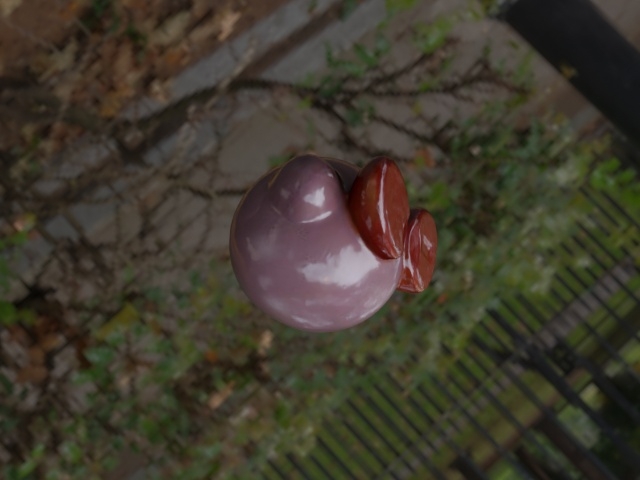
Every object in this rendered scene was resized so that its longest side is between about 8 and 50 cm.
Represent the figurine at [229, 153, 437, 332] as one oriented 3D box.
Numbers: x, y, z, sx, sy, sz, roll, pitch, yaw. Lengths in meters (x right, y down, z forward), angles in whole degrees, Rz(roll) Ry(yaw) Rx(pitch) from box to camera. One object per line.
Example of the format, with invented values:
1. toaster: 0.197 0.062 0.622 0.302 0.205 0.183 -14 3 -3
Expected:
1. figurine: 0.000 0.000 0.529 0.083 0.071 0.067 66 29 -50
